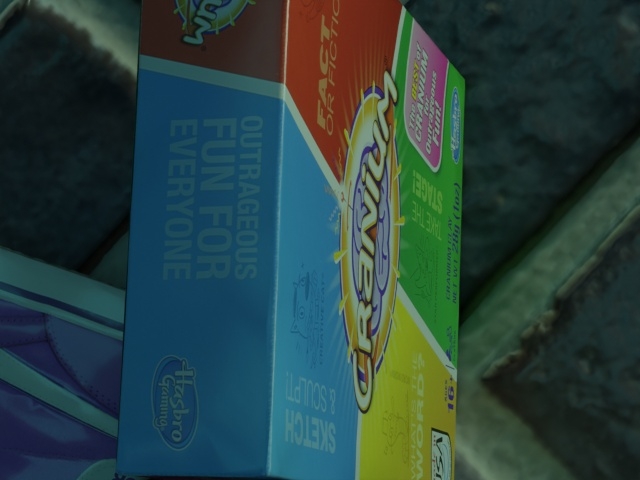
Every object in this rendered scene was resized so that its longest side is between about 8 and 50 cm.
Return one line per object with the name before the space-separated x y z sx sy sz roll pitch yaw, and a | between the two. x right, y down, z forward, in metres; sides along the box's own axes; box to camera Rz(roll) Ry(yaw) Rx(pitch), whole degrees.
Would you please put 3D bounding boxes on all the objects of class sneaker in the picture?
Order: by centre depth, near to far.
sneaker | -0.215 0.072 1.022 0.282 0.102 0.161 19 89 19

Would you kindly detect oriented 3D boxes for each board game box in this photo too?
board game box | 0.000 0.000 0.855 0.064 0.316 0.242 -1 80 17
